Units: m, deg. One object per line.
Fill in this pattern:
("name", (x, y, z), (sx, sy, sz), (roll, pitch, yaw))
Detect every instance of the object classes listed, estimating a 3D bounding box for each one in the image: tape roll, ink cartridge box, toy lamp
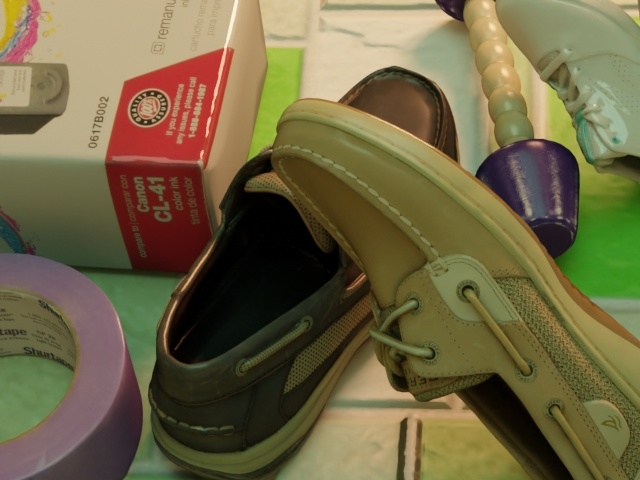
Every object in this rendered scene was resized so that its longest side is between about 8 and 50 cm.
("tape roll", (-0.217, 0.105, 1.187), (0.189, 0.080, 0.189), (-3, 51, 4))
("ink cartridge box", (-0.208, -0.104, 1.319), (0.306, 0.131, 0.226), (4, 53, 7))
("toy lamp", (0.139, -0.102, 1.319), (0.080, 0.080, 0.275), (-7, 51, 0))

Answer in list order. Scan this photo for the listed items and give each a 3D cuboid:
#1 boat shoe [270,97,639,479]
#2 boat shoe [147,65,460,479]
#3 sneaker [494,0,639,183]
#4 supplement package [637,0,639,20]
("boat shoe", (0.090, 0.049, 1.107), (0.341, 0.121, 0.110), (41, 73, -3))
("boat shoe", (0.000, 0.000, 1.216), (0.132, 0.130, 0.355), (18, 56, 18))
("sneaker", (0.200, -0.098, 1.261), (0.212, 0.080, 0.094), (40, 62, -4))
("supplement package", (0.337, -0.192, 1.272), (0.194, 0.203, 0.149), (6, 52, 22))
